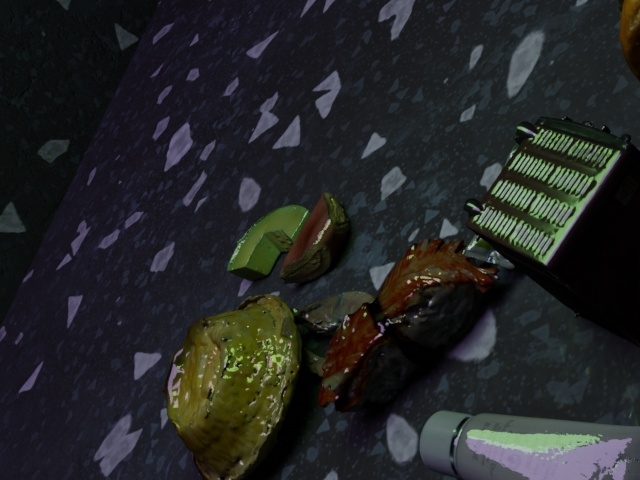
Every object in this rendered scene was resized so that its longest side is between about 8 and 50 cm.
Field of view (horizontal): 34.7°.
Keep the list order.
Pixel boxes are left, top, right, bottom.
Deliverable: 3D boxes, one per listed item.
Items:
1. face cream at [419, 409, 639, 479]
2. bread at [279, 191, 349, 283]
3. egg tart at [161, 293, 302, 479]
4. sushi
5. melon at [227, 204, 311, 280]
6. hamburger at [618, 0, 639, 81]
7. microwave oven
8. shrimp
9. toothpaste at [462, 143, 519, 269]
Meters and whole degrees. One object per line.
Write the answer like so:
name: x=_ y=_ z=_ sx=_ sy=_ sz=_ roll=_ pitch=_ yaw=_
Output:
face cream: x=0.257 y=0.261 z=1.206 sx=0.314 sy=0.089 sz=0.143 roll=2 pitch=60 yaw=47
bread: x=0.001 y=0.000 z=1.859 sx=0.192 sy=0.067 sz=0.119 roll=-60 pitch=21 yaw=-11
egg tart: x=-0.162 y=0.245 z=1.730 sx=0.345 sy=0.133 sz=0.345 roll=-36 pitch=44 yaw=44
sushi: x=0.122 y=0.127 z=1.505 sx=0.332 sy=0.130 sz=0.124 roll=-51 pitch=34 yaw=18
melon: x=-0.084 y=0.002 z=1.992 sx=0.210 sy=0.064 sz=0.118 roll=-21 pitch=42 yaw=41
hamburger: x=0.495 y=-0.323 z=1.264 sx=0.291 sy=0.291 sz=0.225 roll=-25 pitch=46 yaw=42
microwave oven: x=0.331 y=-0.013 z=1.214 sx=0.188 sy=0.247 sz=0.178 roll=-58 pitch=32 yaw=-2
shrimp: x=0.012 y=0.161 z=1.692 sx=0.254 sy=0.059 sz=0.145 roll=-17 pitch=54 yaw=44
toothpaste: x=0.284 y=-0.065 z=1.507 sx=0.078 sy=0.046 sz=0.248 roll=17 pitch=60 yaw=15
